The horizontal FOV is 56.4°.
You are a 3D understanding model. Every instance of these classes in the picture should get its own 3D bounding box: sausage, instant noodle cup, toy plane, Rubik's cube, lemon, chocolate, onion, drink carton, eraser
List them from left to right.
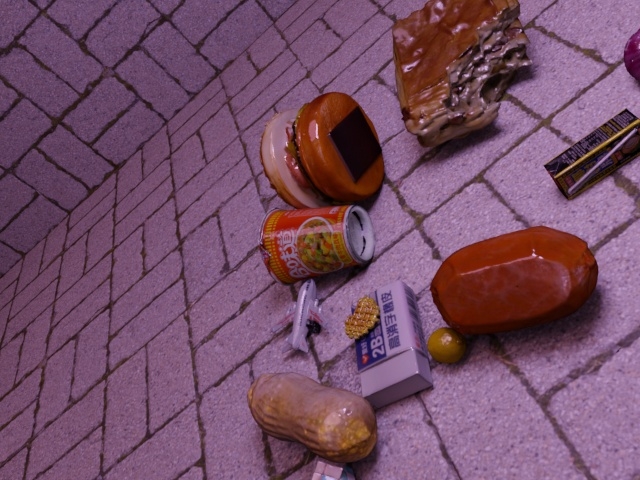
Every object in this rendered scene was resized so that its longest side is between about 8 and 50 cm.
[{"bbox_3d":[-0.036,0.165,1.303,0.162,0.065,0.171,-11,47,41],"label":"toy plane"},{"bbox_3d":[-0.020,0.317,1.084,0.309,0.134,0.134,4,60,47],"label":"chocolate"},{"bbox_3d":[0.000,0.000,1.340,0.212,0.193,0.193,-10,49,31],"label":"instant noodle cup"},{"bbox_3d":[0.025,0.413,0.996,0.073,0.084,0.075,10,78,21],"label":"Rubik's cube"},{"bbox_3d":[0.129,0.188,1.106,0.124,0.068,0.210,-30,40,24],"label":"eraser"},{"bbox_3d":[0.216,0.181,1.026,0.083,0.062,0.062,-26,36,57],"label":"lemon"},{"bbox_3d":[0.307,0.066,0.959,0.268,0.153,0.141,-19,7,34],"label":"sausage"},{"bbox_3d":[0.487,-0.149,1.050,0.165,0.071,0.056,-37,34,16],"label":"drink carton"},{"bbox_3d":[0.616,-0.342,1.090,0.115,0.104,0.115,2,97,22],"label":"onion"}]

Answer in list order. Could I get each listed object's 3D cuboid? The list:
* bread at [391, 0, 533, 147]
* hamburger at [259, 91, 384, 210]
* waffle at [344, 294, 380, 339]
[{"bbox_3d":[0.328,-0.395,1.363,0.314,0.191,0.370,-24,53,22],"label":"bread"},{"bbox_3d":[0.000,-0.205,1.435,0.225,0.291,0.291,-18,44,41],"label":"hamburger"},{"bbox_3d":[0.078,0.148,1.127,0.085,0.016,0.078,-49,33,7],"label":"waffle"}]
